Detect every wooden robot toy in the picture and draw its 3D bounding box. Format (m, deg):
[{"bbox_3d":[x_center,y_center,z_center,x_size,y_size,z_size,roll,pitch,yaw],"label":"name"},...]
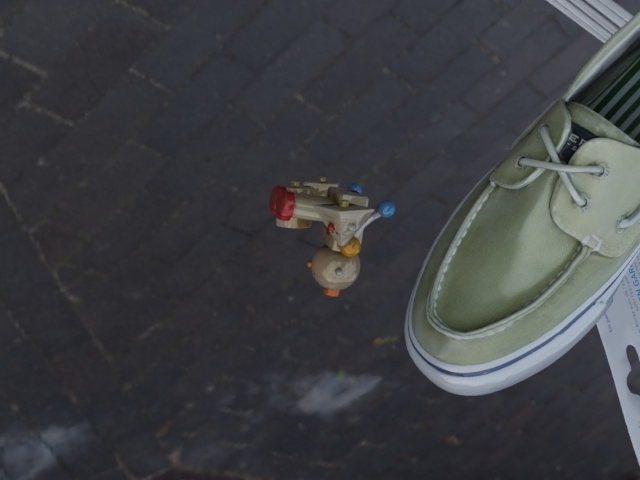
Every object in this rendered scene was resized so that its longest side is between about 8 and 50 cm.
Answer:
[{"bbox_3d":[0.000,0.000,0.805,0.076,0.173,0.079,1,99,-12],"label":"wooden robot toy"}]

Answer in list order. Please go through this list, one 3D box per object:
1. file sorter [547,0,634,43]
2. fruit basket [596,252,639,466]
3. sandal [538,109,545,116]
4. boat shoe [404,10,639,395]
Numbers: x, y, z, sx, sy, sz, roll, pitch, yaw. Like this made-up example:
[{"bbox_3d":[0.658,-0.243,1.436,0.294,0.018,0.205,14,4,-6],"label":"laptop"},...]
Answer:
[{"bbox_3d":[0.290,-0.257,0.947,0.173,0.193,0.278,-53,178,11],"label":"file sorter"},{"bbox_3d":[0.375,0.084,0.999,0.353,0.327,0.165,-15,174,-28],"label":"fruit basket"},{"bbox_3d":[0.421,-0.142,1.385,0.303,0.086,0.120,3,175,-14],"label":"sandal"},{"bbox_3d":[0.150,-0.045,0.628,0.302,0.109,0.094,-49,149,-5],"label":"boat shoe"}]
